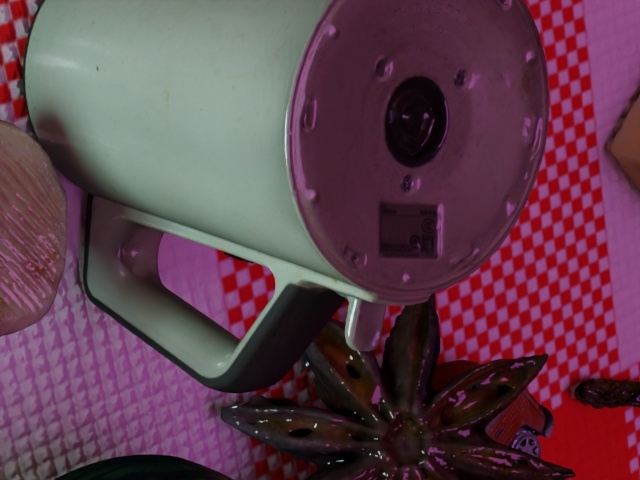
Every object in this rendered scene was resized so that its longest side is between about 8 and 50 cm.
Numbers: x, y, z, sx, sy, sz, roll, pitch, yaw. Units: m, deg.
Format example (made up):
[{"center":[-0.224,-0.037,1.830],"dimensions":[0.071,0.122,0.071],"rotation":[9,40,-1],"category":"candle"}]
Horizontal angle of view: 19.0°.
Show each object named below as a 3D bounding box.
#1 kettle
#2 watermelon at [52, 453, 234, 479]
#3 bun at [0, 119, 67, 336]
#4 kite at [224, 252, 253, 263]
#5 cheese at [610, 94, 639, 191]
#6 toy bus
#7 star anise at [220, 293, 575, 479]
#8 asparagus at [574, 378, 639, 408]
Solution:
[{"center":[-0.048,-0.061,1.483],"dimensions":[0.250,0.377,0.361],"rotation":[-4,102,-40],"category":"kettle"},{"center":[-0.141,0.349,1.530],"dimensions":[0.363,0.363,0.363],"rotation":[-11,107,-39],"category":"watermelon"},{"center":[-0.279,-0.007,1.473],"dimensions":[0.183,0.102,0.183],"rotation":[14,74,-54],"category":"bun"},{"center":[0.002,0.000,1.784],"dimensions":[0.229,0.016,0.127],"rotation":[5,93,-42],"category":"kite"},{"center":[0.463,-0.107,2.086],"dimensions":[0.265,0.124,0.242],"rotation":[42,76,-38],"category":"cheese"},{"center":[0.109,0.230,1.866],"dimensions":[0.265,0.121,0.120],"rotation":[-50,118,-21],"category":"toy bus"},{"center":[0.068,0.190,1.746],"dimensions":[0.332,0.117,0.331],"rotation":[3,73,-9],"category":"star anise"},{"center":[0.331,0.170,2.096],"dimensions":[0.165,0.030,0.036],"rotation":[6,106,-42],"category":"asparagus"}]
